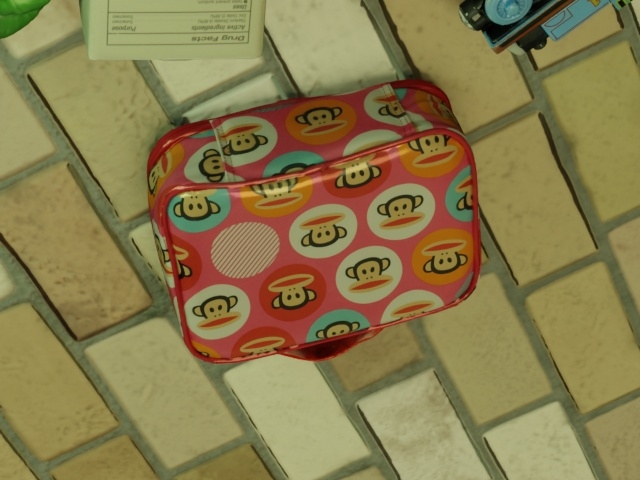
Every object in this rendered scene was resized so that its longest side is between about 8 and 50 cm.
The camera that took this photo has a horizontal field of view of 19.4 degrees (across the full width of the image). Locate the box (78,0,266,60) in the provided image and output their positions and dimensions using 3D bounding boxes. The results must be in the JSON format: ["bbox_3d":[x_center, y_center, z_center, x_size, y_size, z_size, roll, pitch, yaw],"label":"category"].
[{"bbox_3d":[-0.111,-0.299,1.441,0.148,0.121,0.311,-1,126,-13],"label":"box"}]

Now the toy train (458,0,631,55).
[{"bbox_3d":[0.208,-0.228,1.607,0.184,0.080,0.105,-37,132,13],"label":"toy train"}]

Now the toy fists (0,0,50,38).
[{"bbox_3d":[-0.326,-0.247,1.441,0.279,0.096,0.142,30,113,-29],"label":"toy fists"}]

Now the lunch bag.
[{"bbox_3d":[0.000,0.000,1.694,0.293,0.120,0.258,-12,129,-6],"label":"lunch bag"}]
